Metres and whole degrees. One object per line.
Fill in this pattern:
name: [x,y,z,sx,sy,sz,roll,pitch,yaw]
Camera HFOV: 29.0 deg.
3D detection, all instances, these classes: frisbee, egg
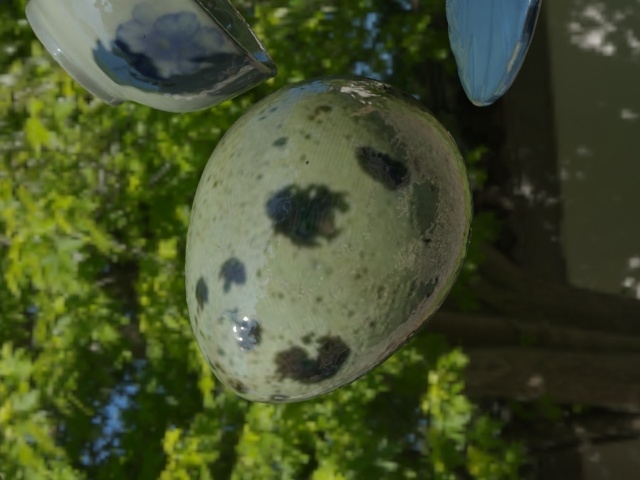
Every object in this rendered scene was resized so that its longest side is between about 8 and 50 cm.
frisbee: [0.146,-0.268,1.121,0.289,0.049,0.289,-176,90,-82]
egg: [0.000,0.000,0.787,0.228,0.177,0.177,-59,-31,-27]

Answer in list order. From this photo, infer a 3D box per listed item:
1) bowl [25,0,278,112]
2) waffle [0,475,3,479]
bowl: [-0.185,-0.222,1.179,0.289,0.146,0.289,48,-171,-10]
waffle: [-0.237,0.257,0.889,0.291,0.051,0.291,157,90,-88]
